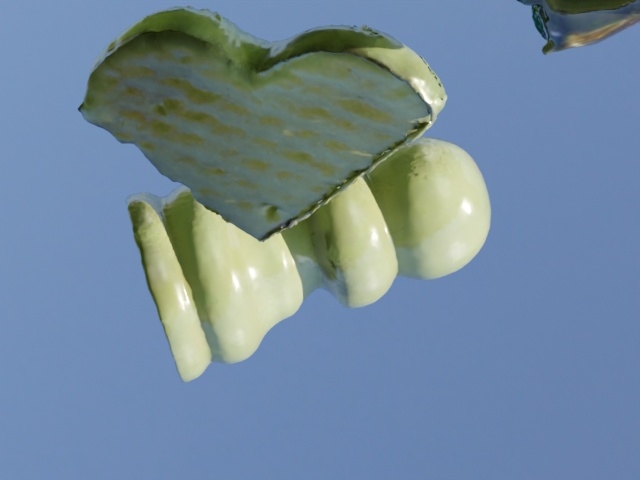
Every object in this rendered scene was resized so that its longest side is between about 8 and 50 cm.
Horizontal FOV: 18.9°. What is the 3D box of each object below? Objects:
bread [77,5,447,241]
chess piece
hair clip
[{"bbox_3d":[-0.029,-0.073,1.200,0.232,0.172,0.064,4,-137,17],"label":"bread"},{"bbox_3d":[0.000,0.000,1.380,0.251,0.144,0.144,-16,-130,-3],"label":"chess piece"},{"bbox_3d":[0.222,-0.212,1.173,0.095,0.110,0.358,-34,-168,43],"label":"hair clip"}]
